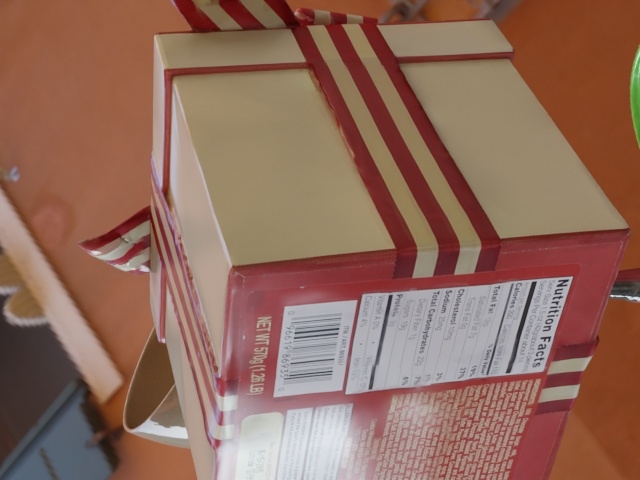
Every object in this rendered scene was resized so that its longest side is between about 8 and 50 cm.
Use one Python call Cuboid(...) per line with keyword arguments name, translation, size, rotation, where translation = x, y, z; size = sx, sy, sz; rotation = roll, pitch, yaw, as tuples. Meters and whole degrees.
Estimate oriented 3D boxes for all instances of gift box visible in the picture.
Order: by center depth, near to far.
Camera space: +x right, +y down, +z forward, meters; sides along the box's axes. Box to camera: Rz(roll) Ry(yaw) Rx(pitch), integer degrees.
Cuboid(name="gift box", translation=(0.000, 0.000, 0.745), size=(0.276, 0.255, 0.258), rotation=(0, -141, -17))

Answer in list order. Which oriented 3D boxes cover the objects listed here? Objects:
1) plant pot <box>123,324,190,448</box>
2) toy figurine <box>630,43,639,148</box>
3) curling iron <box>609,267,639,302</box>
Cuboid(name="plant pot", translation=(-0.088, 0.140, 1.465), size=(0.191, 0.284, 0.284), rotation=(29, -145, -16))
Cuboid(name="toy figurine", translation=(0.238, -0.082, 0.502), size=(0.159, 0.173, 0.130), rotation=(-28, -117, -17))
Cuboid(name="curling iron", translation=(0.266, 0.024, 0.968), size=(0.274, 0.035, 0.068), rotation=(1, -139, -1))
